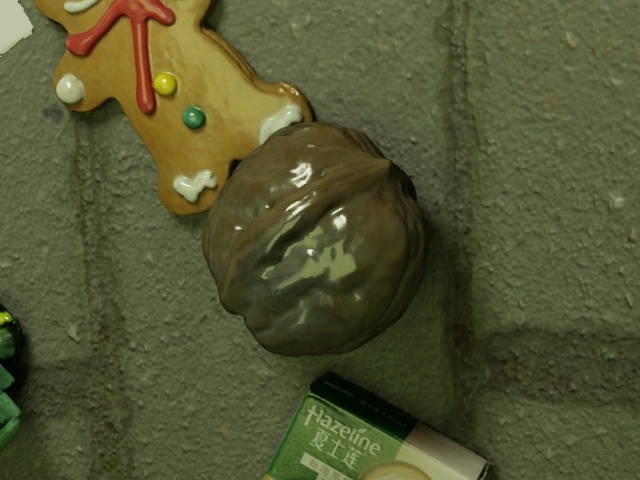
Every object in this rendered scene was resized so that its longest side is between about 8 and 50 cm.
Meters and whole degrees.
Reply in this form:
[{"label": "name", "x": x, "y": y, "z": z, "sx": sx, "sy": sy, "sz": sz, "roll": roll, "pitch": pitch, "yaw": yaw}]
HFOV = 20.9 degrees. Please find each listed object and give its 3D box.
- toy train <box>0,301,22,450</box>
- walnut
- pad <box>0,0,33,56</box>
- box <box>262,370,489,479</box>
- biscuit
[{"label": "toy train", "x": -0.519, "y": 0.095, "z": 1.840, "sx": 0.442, "sy": 0.179, "sz": 0.272, "roll": 45, "pitch": 121, "yaw": 0}, {"label": "walnut", "x": 0.000, "y": 0.000, "z": 1.637, "sx": 0.224, "sy": 0.224, "sz": 0.224, "roll": 5, "pitch": 107, "yaw": 16}, {"label": "pad", "x": -0.409, "y": -0.274, "z": 1.780, "sx": 0.156, "sy": 0.004, "sz": 0.232, "roll": -29, "pitch": 96, "yaw": 22}, {"label": "box", "x": 0.052, "y": 0.240, "z": 1.747, "sx": 0.199, "sy": 0.081, "sz": 0.135, "roll": 28, "pitch": 107, "yaw": 6}, {"label": "biscuit", "x": -0.177, "y": -0.184, "z": 1.714, "sx": 0.216, "sy": 0.047, "sz": 0.340, "roll": -35, "pitch": 94, "yaw": 22}]
